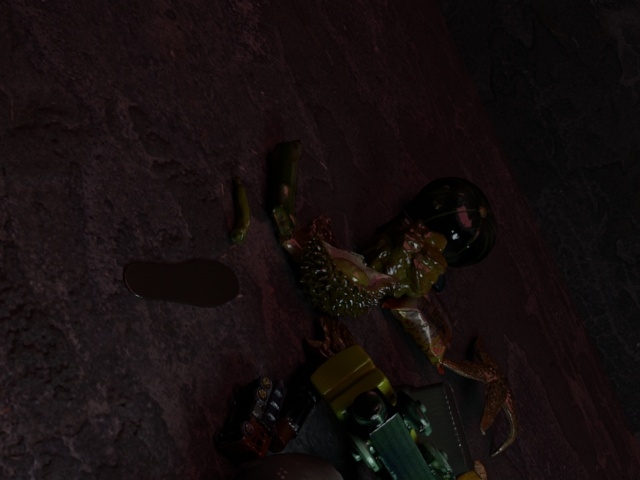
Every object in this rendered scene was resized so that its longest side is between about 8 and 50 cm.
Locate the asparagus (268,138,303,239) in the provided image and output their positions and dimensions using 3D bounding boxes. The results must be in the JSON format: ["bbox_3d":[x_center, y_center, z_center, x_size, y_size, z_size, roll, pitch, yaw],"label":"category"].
[{"bbox_3d":[-0.093,-0.145,1.972,0.085,0.082,0.343,37,41,-34],"label":"asparagus"}]

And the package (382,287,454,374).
[{"bbox_3d":[0.310,0.227,2.241,0.288,0.108,0.223,48,38,-13],"label":"package"}]

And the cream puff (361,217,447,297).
[{"bbox_3d":[0.246,0.045,2.173,0.244,0.196,0.244,11,61,-21],"label":"cream puff"}]

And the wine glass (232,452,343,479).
[{"bbox_3d":[-0.096,0.511,1.346,0.323,0.238,0.238,-2,69,-57],"label":"wine glass"}]

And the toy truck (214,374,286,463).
[{"bbox_3d":[-0.135,0.357,1.534,0.092,0.083,0.192,52,33,-23],"label":"toy truck"}]

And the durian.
[{"bbox_3d":[0.070,0.109,1.914,0.306,0.172,0.167,19,55,-30],"label":"durian"}]

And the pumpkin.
[{"bbox_3d":[0.447,-0.060,2.536,0.323,0.241,0.323,35,39,-35],"label":"pumpkin"}]

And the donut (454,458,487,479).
[{"bbox_3d":[0.431,0.695,2.055,0.217,0.141,0.085,56,22,-11],"label":"donut"}]

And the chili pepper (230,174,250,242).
[{"bbox_3d":[-0.190,-0.067,1.818,0.048,0.043,0.208,14,46,-19],"label":"chili pepper"}]

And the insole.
[{"bbox_3d":[-0.282,0.089,1.595,0.327,0.007,0.111,7,61,-53],"label":"insole"}]

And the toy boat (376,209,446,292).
[{"bbox_3d":[0.298,0.048,2.363,0.296,0.114,0.122,52,13,-17],"label":"toy boat"}]

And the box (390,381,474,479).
[{"bbox_3d":[0.266,0.479,1.910,0.138,0.178,0.274,29,45,-66],"label":"box"}]

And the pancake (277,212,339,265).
[{"bbox_3d":[0.000,0.000,2.020,0.266,0.057,0.245,42,37,-29],"label":"pancake"}]

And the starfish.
[{"bbox_3d":[0.501,0.460,2.353,0.383,0.132,0.398,8,57,-48],"label":"starfish"}]

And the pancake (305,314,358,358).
[{"bbox_3d":[0.050,0.307,1.868,0.212,0.056,0.258,16,46,-59],"label":"pancake"}]

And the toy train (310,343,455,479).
[{"bbox_3d":[0.130,0.411,1.643,0.272,0.179,0.442,47,-11,44],"label":"toy train"}]

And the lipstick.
[{"bbox_3d":[-0.048,0.355,1.664,0.081,0.081,0.300,57,32,-10],"label":"lipstick"}]
